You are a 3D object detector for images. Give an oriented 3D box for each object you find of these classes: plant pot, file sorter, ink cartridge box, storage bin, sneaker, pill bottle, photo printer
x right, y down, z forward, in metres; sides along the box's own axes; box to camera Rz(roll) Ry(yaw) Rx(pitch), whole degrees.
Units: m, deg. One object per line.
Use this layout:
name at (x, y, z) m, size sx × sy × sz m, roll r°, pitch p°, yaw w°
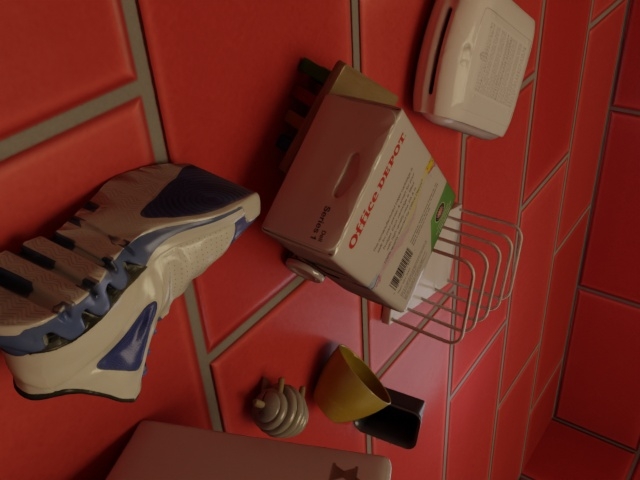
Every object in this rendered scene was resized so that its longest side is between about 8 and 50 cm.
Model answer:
plant pot at (0.044, 0.264, 1.234) m, size 0.095 × 0.134 × 0.134 m, roll -43°, pitch 149°, yaw 7°
file sorter at (0.276, 0.064, 1.430) m, size 0.278 × 0.173 × 0.193 m, roll -25°, pitch 127°, yaw -51°
ink cartridge box at (0.065, -0.041, 0.956) m, size 0.201 × 0.117 × 0.278 m, roll -65°, pitch 150°, yaw -8°
storage bin at (0.149, 0.359, 1.441) m, size 0.091 × 0.135 × 0.098 m, roll -27°, pitch 129°, yaw -62°
sneaker at (-0.205, 0.055, 0.725) m, size 0.315 × 0.127 × 0.182 m, roll -39°, pitch 147°, yaw -43°
pill bottle at (0.000, 0.000, 1.057) m, size 0.116 × 0.065 × 0.065 m, roll -62°, pitch 148°, yaw -15°
photo printer at (0.276, -0.324, 1.276) m, size 0.307 × 0.107 × 0.256 m, roll -2°, pitch 108°, yaw -57°

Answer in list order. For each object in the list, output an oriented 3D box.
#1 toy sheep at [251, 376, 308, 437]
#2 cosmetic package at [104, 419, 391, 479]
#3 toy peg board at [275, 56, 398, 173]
toy sheep at (-0.064, 0.261, 1.087) m, size 0.132 × 0.091 × 0.091 m, roll 32°, pitch 79°, yaw -45°
cosmetic package at (-0.103, 0.481, 0.813) m, size 0.329 × 0.327 × 0.393 m, roll -67°, pitch 161°, yaw -62°
toy peg board at (0.008, -0.167, 0.985) m, size 0.161 × 0.079 × 0.160 m, roll 11°, pitch 113°, yaw -58°
